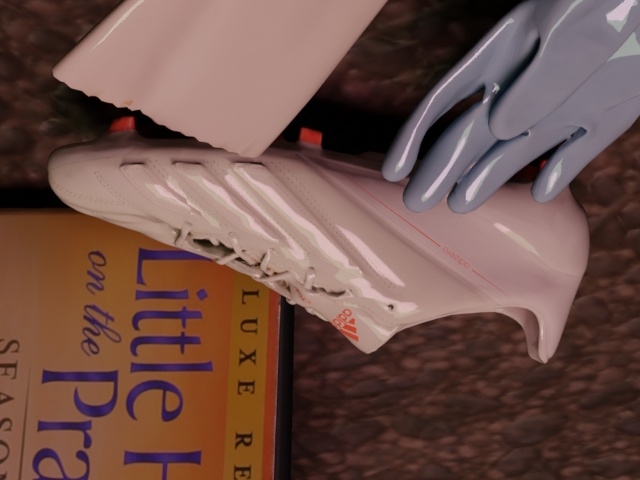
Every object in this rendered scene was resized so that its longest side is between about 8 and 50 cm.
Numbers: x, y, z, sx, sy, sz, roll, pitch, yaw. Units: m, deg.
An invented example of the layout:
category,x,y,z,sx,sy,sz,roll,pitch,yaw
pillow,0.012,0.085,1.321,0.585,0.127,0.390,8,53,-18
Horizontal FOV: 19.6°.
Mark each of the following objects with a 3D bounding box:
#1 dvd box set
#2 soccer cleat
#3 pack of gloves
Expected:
category,x,y,z,sx,sy,sz,roll,pitch,yaw
dvd box set,-0.221,0.135,0.677,0.420,0.308,0.062,-1,158,4
soccer cleat,0.000,0.000,0.654,0.196,0.076,0.068,7,177,-8
pack of gloves,0.064,-0.100,0.543,0.195,0.046,0.232,20,132,-42
